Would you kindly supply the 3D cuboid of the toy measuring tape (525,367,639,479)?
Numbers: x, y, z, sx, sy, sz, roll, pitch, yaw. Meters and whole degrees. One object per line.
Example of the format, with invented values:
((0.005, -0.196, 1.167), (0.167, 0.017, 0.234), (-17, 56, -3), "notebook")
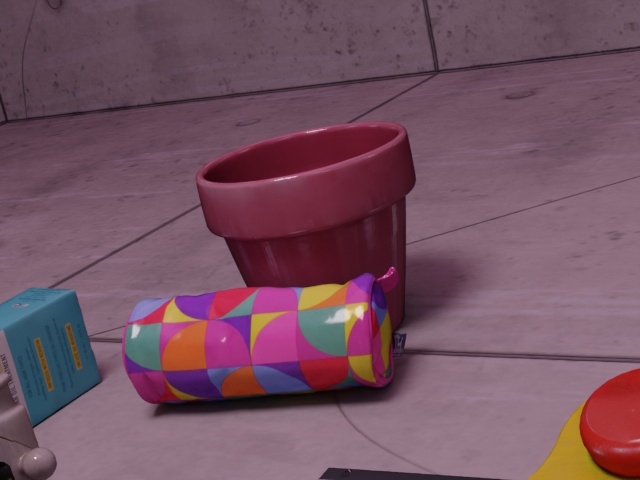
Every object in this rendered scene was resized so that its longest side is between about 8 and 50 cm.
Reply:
((0.134, 0.138, 0.624), (0.330, 0.121, 0.121), (-13, 14, 30), "toy measuring tape")

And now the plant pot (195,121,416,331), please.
((0.000, 0.000, 1.037), (0.201, 0.180, 0.201), (-12, 17, 4), "plant pot")

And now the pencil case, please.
((-0.047, 0.084, 0.940), (0.236, 0.105, 0.104), (-7, 17, 16), "pencil case")

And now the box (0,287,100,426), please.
((-0.305, 0.132, 0.965), (0.060, 0.101, 0.244), (0, 21, 33), "box")

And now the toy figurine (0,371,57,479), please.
((-0.265, 0.191, 0.685), (0.213, 0.148, 0.209), (-17, 11, -8), "toy figurine")

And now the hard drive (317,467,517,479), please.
((0.069, 0.168, 0.582), (0.135, 0.094, 0.022), (-3, 18, 29), "hard drive")
